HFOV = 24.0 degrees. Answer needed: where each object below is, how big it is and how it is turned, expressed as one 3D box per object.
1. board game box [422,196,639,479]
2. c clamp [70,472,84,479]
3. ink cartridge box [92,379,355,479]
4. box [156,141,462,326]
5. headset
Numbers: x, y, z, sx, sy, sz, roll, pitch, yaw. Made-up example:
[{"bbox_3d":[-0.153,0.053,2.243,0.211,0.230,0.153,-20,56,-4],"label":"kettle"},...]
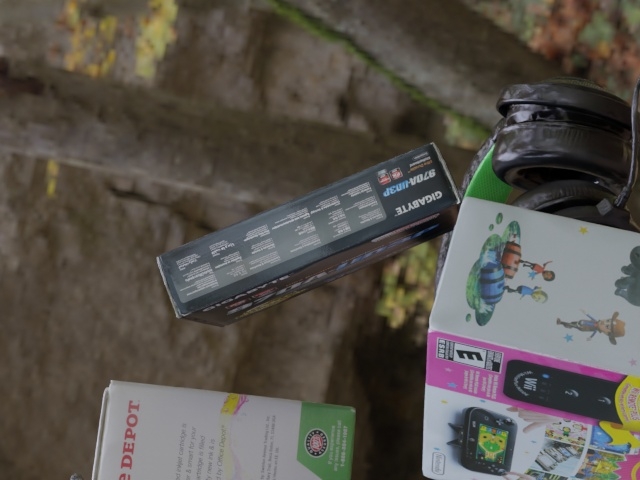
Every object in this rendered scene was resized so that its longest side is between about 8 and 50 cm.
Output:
[{"bbox_3d":[0.221,0.098,0.933,0.224,0.303,0.097,84,-161,-60],"label":"board game box"},{"bbox_3d":[-0.059,0.196,0.810,0.022,0.160,0.137,-44,28,-8],"label":"c clamp"},{"bbox_3d":[-0.086,0.211,1.273,0.093,0.212,0.154,117,159,-71],"label":"ink cartridge box"},{"bbox_3d":[0.000,0.000,1.143,0.175,0.220,0.051,42,-154,-82],"label":"box"},{"bbox_3d":[0.234,-0.027,1.269,0.394,0.185,0.243,132,148,-53],"label":"headset"}]
